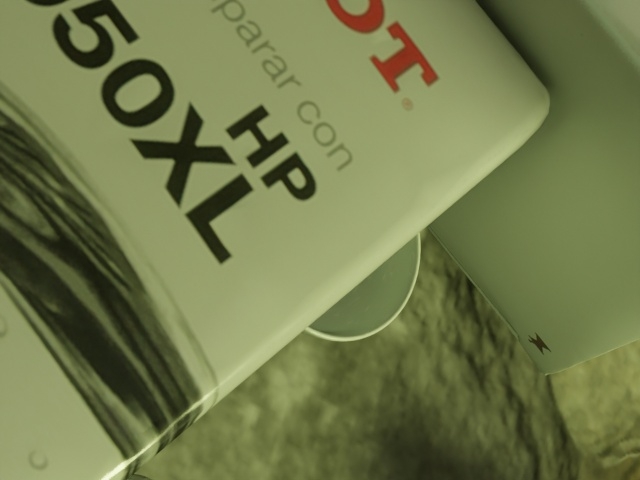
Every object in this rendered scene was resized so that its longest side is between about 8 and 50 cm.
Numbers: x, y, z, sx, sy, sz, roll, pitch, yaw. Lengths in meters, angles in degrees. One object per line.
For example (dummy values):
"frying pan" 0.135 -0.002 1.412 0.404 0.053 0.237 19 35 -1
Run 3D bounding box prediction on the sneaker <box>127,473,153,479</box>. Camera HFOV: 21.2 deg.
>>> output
"sneaker" -0.129 0.146 0.525 0.237 0.085 0.086 -41 131 -32

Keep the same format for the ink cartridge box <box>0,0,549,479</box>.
"ink cartridge box" -0.174 -0.022 0.440 0.395 0.166 0.285 -39 91 -35

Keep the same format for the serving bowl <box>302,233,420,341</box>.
"serving bowl" 0.000 0.000 0.685 0.083 0.027 0.083 7 77 -35

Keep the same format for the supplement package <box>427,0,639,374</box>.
"supplement package" 0.076 -0.110 0.570 0.145 0.204 0.262 -39 89 -18
